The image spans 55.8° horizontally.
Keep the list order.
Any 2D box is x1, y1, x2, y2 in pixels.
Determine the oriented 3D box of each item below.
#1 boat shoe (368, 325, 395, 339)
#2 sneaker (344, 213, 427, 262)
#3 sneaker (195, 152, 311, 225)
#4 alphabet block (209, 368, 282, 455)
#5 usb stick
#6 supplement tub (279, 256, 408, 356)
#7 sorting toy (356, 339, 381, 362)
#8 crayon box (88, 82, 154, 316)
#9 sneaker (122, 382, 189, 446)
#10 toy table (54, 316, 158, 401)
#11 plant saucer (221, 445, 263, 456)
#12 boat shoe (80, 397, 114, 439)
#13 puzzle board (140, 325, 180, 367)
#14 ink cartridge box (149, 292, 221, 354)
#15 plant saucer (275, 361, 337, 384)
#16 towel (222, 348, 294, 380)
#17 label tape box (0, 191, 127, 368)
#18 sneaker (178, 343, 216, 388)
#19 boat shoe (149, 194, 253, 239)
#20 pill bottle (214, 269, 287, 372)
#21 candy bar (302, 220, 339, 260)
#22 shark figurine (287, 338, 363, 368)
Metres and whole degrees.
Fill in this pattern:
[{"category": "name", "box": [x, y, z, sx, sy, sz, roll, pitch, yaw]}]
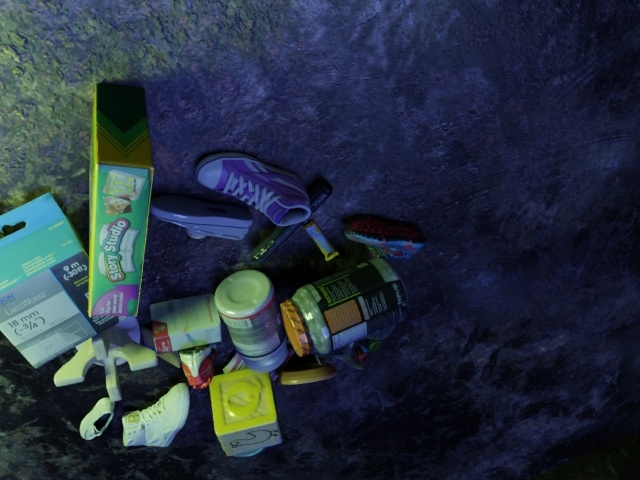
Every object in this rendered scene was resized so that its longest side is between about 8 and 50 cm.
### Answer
[{"category": "boat shoe", "box": [0.085, 0.212, 1.827, 0.320, 0.103, 0.118, 20, 111, -31]}, {"category": "sneaker", "box": [0.172, 0.014, 1.684, 0.261, 0.104, 0.125, 11, 126, -28]}, {"category": "sneaker", "box": [-0.147, -0.114, 1.411, 0.282, 0.161, 0.102, 9, 126, -26]}, {"category": "alphabet block", "box": [-0.229, 0.529, 1.879, 0.192, 0.194, 0.197, -14, 143, -6]}, {"category": "usb stick", "box": [-0.075, -0.045, 1.558, 0.045, 0.077, 0.278, 44, 107, -6]}, {"category": "supplement tub", "box": [0.060, 0.183, 1.630, 0.315, 0.194, 0.194, -20, 134, -15]}, {"category": "sorting toy", "box": [0.153, 0.360, 2.022, 0.102, 0.042, 0.061, -48, 145, 6]}, {"category": "crayon box", "box": [-0.412, -0.082, 1.227, 0.106, 0.313, 0.363, 1, 128, -22]}, {"category": "sneaker", "box": [-0.520, 0.549, 1.868, 0.169, 0.108, 0.293, 9, 126, -31]}, {"category": "toy table", "box": [-0.565, 0.285, 1.589, 0.252, 0.161, 0.274, -19, 134, -5]}, {"category": "plant saucer", "box": [-0.258, 0.732, 2.176, 0.194, 0.037, 0.195, -11, 131, -13]}, {"category": "boat shoe", "box": [-0.679, 0.559, 1.844, 0.066, 0.063, 0.184, 27, 115, -36]}, {"category": "puzzle board", "box": [-0.445, 0.297, 1.689, 0.011, 0.128, 0.096, -46, 151, -41]}, {"category": "ink cartridge box", "box": [-0.364, 0.223, 1.635, 0.175, 0.127, 0.072, -10, 132, -14]}, {"category": "plant saucer", "box": [-0.045, 0.420, 1.923, 0.199, 0.200, 0.037, -7, 87, -16]}, {"category": "towel", "box": [-0.193, 0.381, 1.910, 0.197, 0.029, 0.144, 15, 122, -34]}, {"category": "label tape box", "box": [-0.625, 0.097, 1.357, 0.240, 0.106, 0.334, -30, 129, -13]}, {"category": "sneaker", "box": [-0.343, 0.353, 1.687, 0.107, 0.119, 0.279, -10, 175, -5]}, {"category": "boat shoe", "box": [-0.289, -0.043, 1.459, 0.258, 0.095, 0.084, 10, 120, -27]}, {"category": "pill bottle", "box": [-0.183, 0.232, 1.691, 0.161, 0.161, 0.283, -18, 133, -6]}, {"category": "candy bar", "box": [0.000, 0.000, 1.662, 0.040, 0.018, 0.161, -31, 134, 6]}, {"category": "shark figurine", "box": [0.011, 0.352, 1.906, 0.166, 0.116, 0.278, -32, 131, 9]}]
